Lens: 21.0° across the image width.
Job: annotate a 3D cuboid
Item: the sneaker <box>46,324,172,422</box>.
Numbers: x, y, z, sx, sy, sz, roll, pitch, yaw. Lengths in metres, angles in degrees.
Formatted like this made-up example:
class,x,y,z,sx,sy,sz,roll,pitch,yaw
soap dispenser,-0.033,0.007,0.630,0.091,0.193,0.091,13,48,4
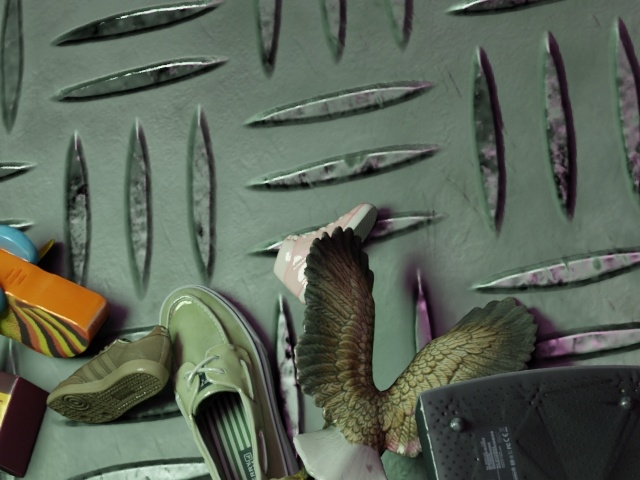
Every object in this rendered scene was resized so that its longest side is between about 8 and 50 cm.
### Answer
class,x,y,z,sx,sy,sz,roll,pitch,yaw
sneaker,-0.227,0.149,1.917,0.188,0.066,0.071,-21,41,39

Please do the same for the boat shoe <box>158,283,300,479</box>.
class,x,y,z,sx,sy,sz,roll,pitch,yaw
boat shoe,-0.102,0.167,1.860,0.109,0.094,0.302,-31,62,7

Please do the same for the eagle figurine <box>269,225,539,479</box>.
class,x,y,z,sx,sy,sz,roll,pitch,yaw
eagle figurine,0.059,0.148,1.760,0.225,0.226,0.298,20,82,46

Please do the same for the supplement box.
class,x,y,z,sx,sy,sz,roll,pitch,yaw
supplement box,-0.420,0.194,1.974,0.188,0.081,0.104,10,73,23

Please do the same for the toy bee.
class,x,y,z,sx,sy,sz,roll,pitch,yaw
toy bee,-0.386,0.049,1.997,0.195,0.162,0.298,-32,71,-35

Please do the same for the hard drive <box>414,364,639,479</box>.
class,x,y,z,sx,sy,sz,roll,pitch,yaw
hard drive,0.217,0.212,1.669,0.255,0.054,0.172,-5,72,-23

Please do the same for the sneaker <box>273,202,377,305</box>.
class,x,y,z,sx,sy,sz,roll,pitch,yaw
sneaker,0.000,0.000,1.913,0.070,0.051,0.134,38,90,23
